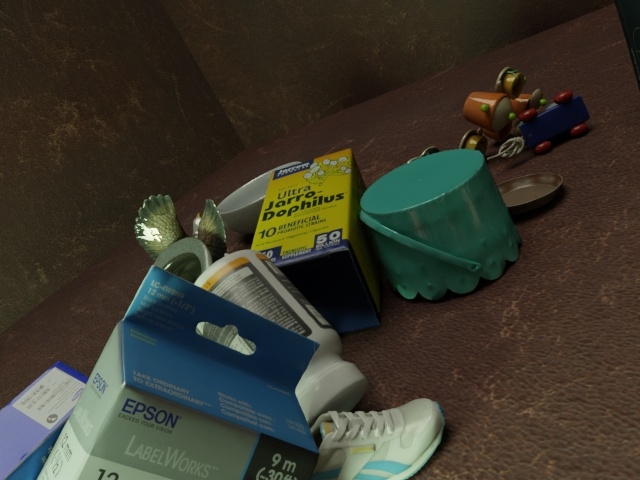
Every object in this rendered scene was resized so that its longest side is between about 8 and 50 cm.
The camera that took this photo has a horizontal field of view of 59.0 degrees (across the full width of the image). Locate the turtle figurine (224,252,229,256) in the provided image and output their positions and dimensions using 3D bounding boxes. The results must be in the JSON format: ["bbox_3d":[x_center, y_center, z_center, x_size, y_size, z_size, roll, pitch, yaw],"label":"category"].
[{"bbox_3d":[-0.175,0.194,0.981,0.266,0.275,0.198,21,16,37],"label":"turtle figurine"}]

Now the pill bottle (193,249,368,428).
[{"bbox_3d":[-0.068,0.156,0.857,0.162,0.162,0.278,-36,61,-17],"label":"pill bottle"}]

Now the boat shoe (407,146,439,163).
[{"bbox_3d":[0.308,-0.234,1.657,0.133,0.049,0.042,-33,47,-31],"label":"boat shoe"}]

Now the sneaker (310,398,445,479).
[{"bbox_3d":[0.049,0.259,0.717,0.228,0.092,0.087,-28,18,2],"label":"sneaker"}]

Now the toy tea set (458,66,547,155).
[{"bbox_3d":[0.494,-0.330,1.470,0.124,0.200,0.336,28,54,36],"label":"toy tea set"}]

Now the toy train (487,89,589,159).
[{"bbox_3d":[0.511,-0.268,1.387,0.248,0.105,0.143,-27,8,12],"label":"toy train"}]

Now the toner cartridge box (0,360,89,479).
[{"bbox_3d":[-0.311,0.326,0.694,0.075,0.348,0.165,21,45,24],"label":"toner cartridge box"}]

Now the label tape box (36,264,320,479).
[{"bbox_3d":[-0.141,0.237,0.607,0.115,0.249,0.348,8,70,59],"label":"label tape box"}]

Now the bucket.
[{"bbox_3d":[0.216,-0.037,1.063,0.281,0.183,0.281,-23,21,9],"label":"bucket"}]

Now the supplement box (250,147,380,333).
[{"bbox_3d":[0.000,0.000,1.142,0.194,0.195,0.356,-14,34,14],"label":"supplement box"}]

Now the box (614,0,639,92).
[{"bbox_3d":[0.739,-0.381,1.042,0.212,0.293,0.395,-23,21,17],"label":"box"}]

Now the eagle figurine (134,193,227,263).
[{"bbox_3d":[-0.341,0.011,1.532,0.226,0.225,0.298,-37,-23,-6],"label":"eagle figurine"}]

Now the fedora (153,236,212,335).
[{"bbox_3d":[-0.325,0.142,1.405,0.243,0.124,0.275,-27,49,24],"label":"fedora"}]

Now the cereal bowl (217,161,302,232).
[{"bbox_3d":[-0.174,-0.125,1.906,0.339,0.141,0.339,-26,20,10],"label":"cereal bowl"}]

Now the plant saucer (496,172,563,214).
[{"bbox_3d":[0.411,-0.092,1.158,0.168,0.029,0.168,-21,16,6],"label":"plant saucer"}]
